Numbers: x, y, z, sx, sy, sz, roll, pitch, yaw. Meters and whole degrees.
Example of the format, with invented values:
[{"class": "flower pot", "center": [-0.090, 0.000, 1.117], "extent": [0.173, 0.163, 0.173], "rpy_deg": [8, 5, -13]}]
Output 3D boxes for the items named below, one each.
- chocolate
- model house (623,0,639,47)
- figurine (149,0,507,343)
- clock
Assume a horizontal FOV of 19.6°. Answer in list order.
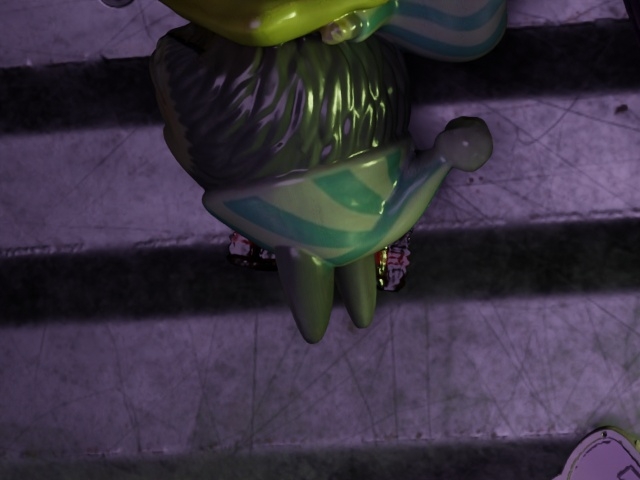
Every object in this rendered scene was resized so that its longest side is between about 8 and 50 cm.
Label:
[{"class": "chocolate", "center": [0.000, 0.000, 1.826], "extent": [0.182, 0.028, 0.086], "rpy_deg": [11, 95, 10]}, {"class": "model house", "center": [0.380, -0.172, 1.638], "extent": [0.202, 0.237, 0.237], "rpy_deg": [-14, 93, 12]}, {"class": "figurine", "center": [0.033, -0.106, 1.746], "extent": [0.361, 0.266, 0.378], "rpy_deg": [-13, 117, -9]}, {"class": "clock", "center": [0.289, 0.258, 1.789], "extent": [0.110, 0.050, 0.153], "rpy_deg": [-41, 87, 11]}]
